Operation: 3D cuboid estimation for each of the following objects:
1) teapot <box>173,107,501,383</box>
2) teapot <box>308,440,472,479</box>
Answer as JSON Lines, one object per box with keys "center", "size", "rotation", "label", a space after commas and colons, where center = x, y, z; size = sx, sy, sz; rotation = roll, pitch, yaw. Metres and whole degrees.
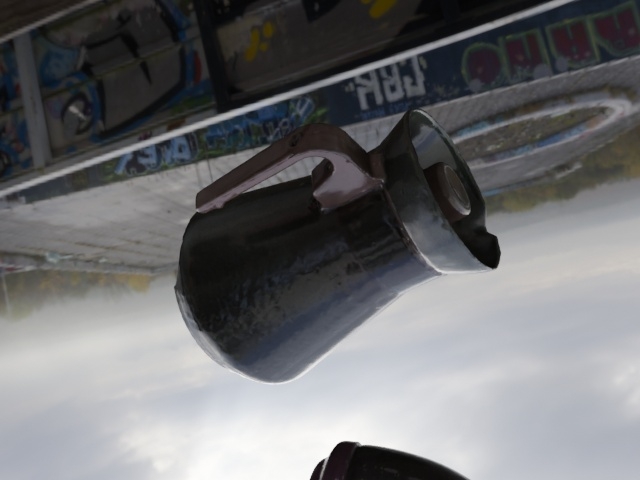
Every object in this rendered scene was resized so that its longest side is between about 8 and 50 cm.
{"center": [0.000, 0.000, 0.705], "size": [0.344, 0.253, 0.300], "rotation": [-29, 140, 27], "label": "teapot"}
{"center": [0.067, 0.206, 0.388], "size": [0.146, 0.148, 0.116], "rotation": [1, -142, 14], "label": "teapot"}
